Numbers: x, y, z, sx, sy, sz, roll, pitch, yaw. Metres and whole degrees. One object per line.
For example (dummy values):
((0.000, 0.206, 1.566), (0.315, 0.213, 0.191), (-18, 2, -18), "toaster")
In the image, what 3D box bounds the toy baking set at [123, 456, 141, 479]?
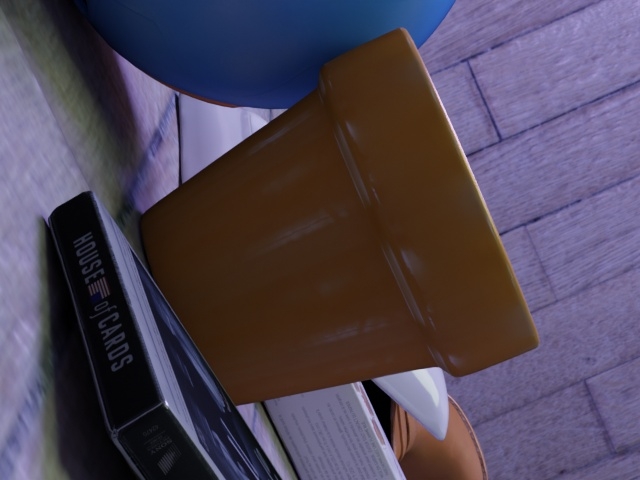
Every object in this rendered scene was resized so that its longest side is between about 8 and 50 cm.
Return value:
((-0.038, 0.175, 0.662), (0.197, 0.030, 0.256), (60, -1, -11), "toy baking set")

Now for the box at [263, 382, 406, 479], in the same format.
((0.018, 0.156, 1.185), (0.063, 0.067, 0.324), (-98, 163, -74), "box")

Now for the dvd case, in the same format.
((-0.041, 0.110, 0.746), (0.239, 0.029, 0.179), (60, 0, -33), "dvd case")

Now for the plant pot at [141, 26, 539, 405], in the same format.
((0.004, 0.004, 0.991), (0.205, 0.188, 0.205), (-23, 90, -86), "plant pot")

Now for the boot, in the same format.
((0.063, 0.155, 1.419), (0.283, 0.109, 0.220), (63, 4, -12), "boot")

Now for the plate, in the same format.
((0.000, 0.000, 1.327), (0.277, 0.045, 0.278), (43, 13, -19), "plate")

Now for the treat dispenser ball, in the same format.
((-0.036, -0.227, 1.079), (0.288, 0.288, 0.288), (-24, 90, -86), "treat dispenser ball")
